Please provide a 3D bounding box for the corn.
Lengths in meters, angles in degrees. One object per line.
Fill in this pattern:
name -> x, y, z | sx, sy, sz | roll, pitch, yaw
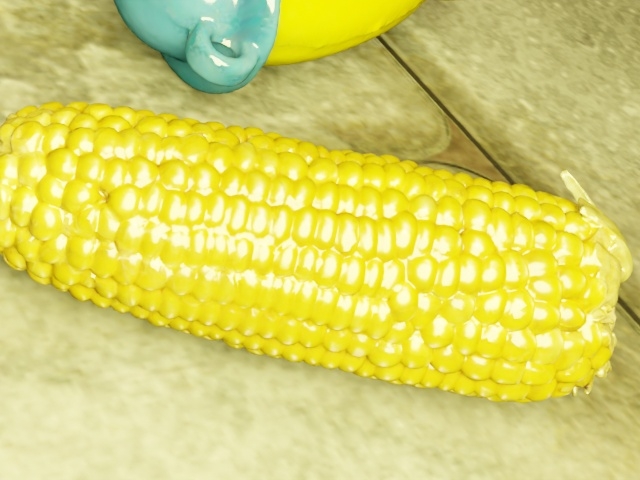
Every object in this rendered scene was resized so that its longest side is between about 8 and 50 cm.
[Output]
corn -> -0.001, 0.004, 0.487 | 0.260, 0.091, 0.091 | 13, 52, -11

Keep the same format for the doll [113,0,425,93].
doll -> 0.006, -0.185, 0.700 | 0.199, 0.145, 0.363 | 30, 41, -2
